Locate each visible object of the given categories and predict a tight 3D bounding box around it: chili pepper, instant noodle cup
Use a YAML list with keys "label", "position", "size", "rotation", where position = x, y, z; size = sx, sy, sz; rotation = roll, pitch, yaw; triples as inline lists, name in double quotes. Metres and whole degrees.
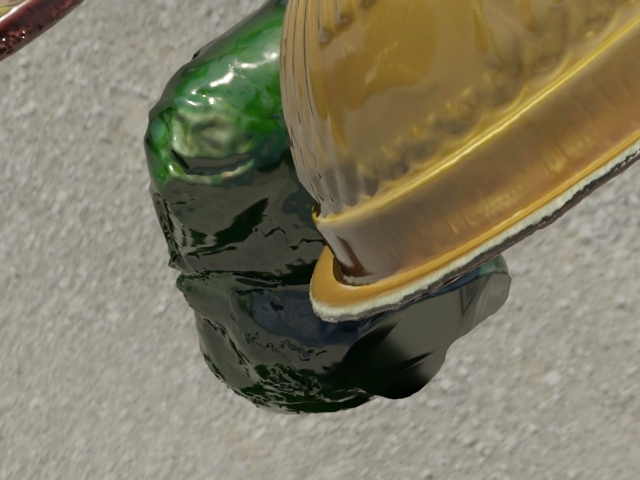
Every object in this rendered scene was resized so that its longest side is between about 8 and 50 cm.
- label: "chili pepper"
  position: [0.005, 0.006, 0.732]
  size: [0.148, 0.265, 0.116]
  rotation: [-37, 54, -24]
- label: "instant noodle cup"
  position: [0.069, -0.102, 0.426]
  size: [0.091, 0.274, 0.274]
  rotation: [47, 57, -9]

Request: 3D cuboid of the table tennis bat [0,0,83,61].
- label: "table tennis bat"
  position: [-0.243, -0.218, 1.121]
  size: [0.415, 0.268, 0.051]
  rotation: [-77, 146, -52]
